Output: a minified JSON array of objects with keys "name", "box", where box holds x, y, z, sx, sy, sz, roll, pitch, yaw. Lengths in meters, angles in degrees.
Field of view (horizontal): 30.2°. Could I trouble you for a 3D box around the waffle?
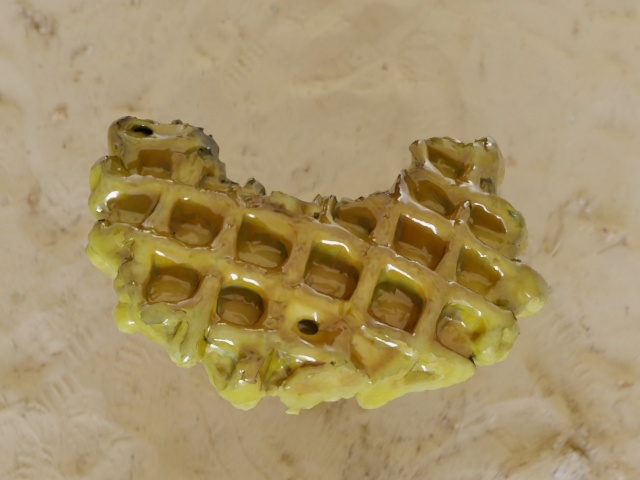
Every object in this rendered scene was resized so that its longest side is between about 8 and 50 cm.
[{"name":"waffle","box":[0.000,-0.002,0.499,0.194,0.051,0.149,-7,57,-17]}]
